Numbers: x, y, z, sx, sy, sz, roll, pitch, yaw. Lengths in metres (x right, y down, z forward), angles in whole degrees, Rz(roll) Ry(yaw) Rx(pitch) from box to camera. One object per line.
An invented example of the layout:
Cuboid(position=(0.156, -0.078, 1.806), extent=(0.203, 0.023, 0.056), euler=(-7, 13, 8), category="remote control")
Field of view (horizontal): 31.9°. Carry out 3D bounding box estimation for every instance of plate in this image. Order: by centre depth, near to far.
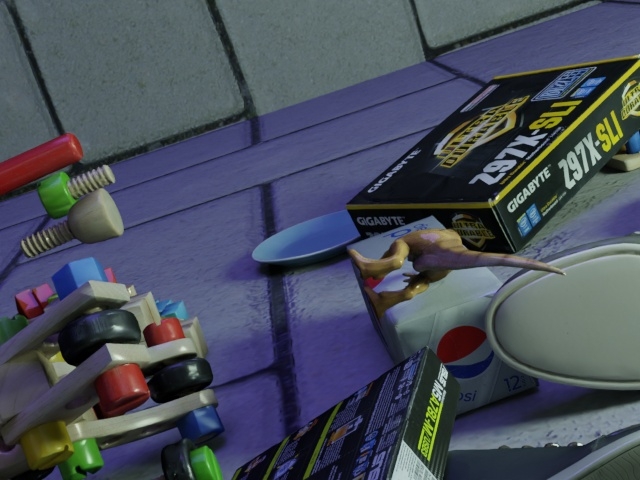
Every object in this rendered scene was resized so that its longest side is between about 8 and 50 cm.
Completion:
Cuboid(position=(0.000, 0.000, 1.489), extent=(0.188, 0.024, 0.188), euler=(-17, 15, 5), category="plate")

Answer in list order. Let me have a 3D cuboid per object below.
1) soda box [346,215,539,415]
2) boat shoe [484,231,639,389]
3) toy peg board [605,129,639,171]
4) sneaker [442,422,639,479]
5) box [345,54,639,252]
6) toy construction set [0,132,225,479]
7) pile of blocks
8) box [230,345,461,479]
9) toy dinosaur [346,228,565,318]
Cuboid(position=(0.097, 0.060, 0.996), extent=(0.098, 0.091, 0.286), euler=(-20, 14, -1), category="soda box")
Cuboid(position=(0.288, 0.038, 0.836), extent=(0.335, 0.112, 0.095), euler=(-12, 2, 5), category="boat shoe")
Cuboid(position=(0.426, -0.162, 1.453), extent=(0.161, 0.079, 0.160), euler=(-20, 14, -6), category="toy peg board")
Cuboid(position=(0.146, 0.139, 0.649), extent=(0.222, 0.083, 0.118), euler=(-20, 14, -2), category="sneaker")
Cuboid(position=(0.225, -0.105, 1.376), extent=(0.322, 0.079, 0.257), euler=(-41, 25, -29), category="box")
Cuboid(position=(-0.236, 0.100, 0.891), extent=(0.237, 0.309, 0.257), euler=(-22, 6, 3), category="toy construction set")
Cuboid(position=(-0.251, 0.078, 1.326), extent=(0.362, 0.112, 0.149), euler=(-3, 21, 46), category="pile of blocks")
Cuboid(position=(-0.002, 0.163, 0.710), extent=(0.184, 0.045, 0.191), euler=(-38, 7, 20), category="box")
Cuboid(position=(0.085, 0.011, 0.843), extent=(0.112, 0.064, 0.211), euler=(-27, 10, -6), category="toy dinosaur")
